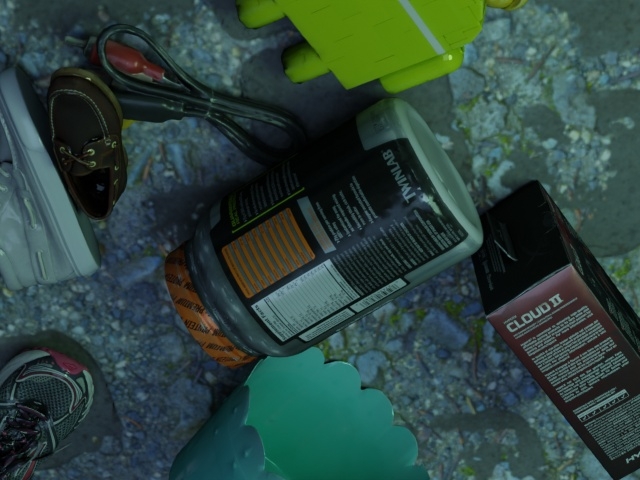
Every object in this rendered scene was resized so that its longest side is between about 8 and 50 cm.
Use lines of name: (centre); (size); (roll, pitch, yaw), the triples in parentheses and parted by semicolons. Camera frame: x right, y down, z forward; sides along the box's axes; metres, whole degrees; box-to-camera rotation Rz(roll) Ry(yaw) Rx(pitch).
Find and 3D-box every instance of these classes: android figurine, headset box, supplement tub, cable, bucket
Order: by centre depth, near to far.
android figurine: (0.054, -0.250, 1.279); (0.273, 0.056, 0.248); (-20, 129, 33)
supplement tub: (0.000, 0.000, 1.378); (0.316, 0.193, 0.193); (-30, 112, 15)
cable: (-0.147, -0.163, 1.386); (0.287, 0.072, 0.139); (8, 117, -16)
headset box: (0.275, 0.085, 1.406); (0.110, 0.218, 0.293); (-34, 112, 15)
bucket: (-0.028, 0.281, 1.478); (0.281, 0.281, 0.183); (36, 119, -16)

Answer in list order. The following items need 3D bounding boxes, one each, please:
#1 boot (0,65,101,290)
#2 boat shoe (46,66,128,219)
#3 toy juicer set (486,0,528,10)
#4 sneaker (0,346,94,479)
boot: (-0.341, -0.057, 1.403); (0.123, 0.095, 0.258); (-16, 116, 0)
boat shoe: (-0.244, -0.097, 1.343); (0.073, 0.073, 0.207); (5, 150, 10)
toy juicer set: (0.206, -0.335, 1.274); (0.329, 0.089, 0.209); (-15, 115, 6)
sneaker: (-0.379, 0.256, 1.548); (0.121, 0.112, 0.299); (33, 111, -15)
